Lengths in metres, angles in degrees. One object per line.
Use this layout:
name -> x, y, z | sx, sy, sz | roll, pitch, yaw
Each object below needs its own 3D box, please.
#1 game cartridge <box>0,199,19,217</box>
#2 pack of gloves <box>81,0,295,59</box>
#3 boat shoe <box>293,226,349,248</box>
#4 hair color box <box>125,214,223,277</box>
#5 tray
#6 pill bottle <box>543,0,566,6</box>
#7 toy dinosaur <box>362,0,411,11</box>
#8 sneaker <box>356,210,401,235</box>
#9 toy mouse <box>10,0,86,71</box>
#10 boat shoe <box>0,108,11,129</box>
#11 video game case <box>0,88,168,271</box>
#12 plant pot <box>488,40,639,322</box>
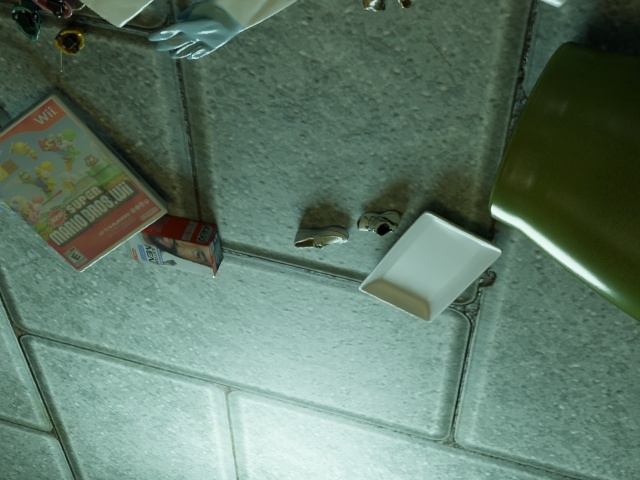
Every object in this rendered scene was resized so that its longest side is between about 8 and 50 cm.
game cartridge -> -0.577, -0.070, 2.074 | 0.083, 0.017, 0.056 | 27, 148, -9
pack of gloves -> -0.179, -0.339, 1.495 | 0.232, 0.046, 0.195 | -23, 138, 35
boat shoe -> 0.000, 0.000, 1.861 | 0.100, 0.035, 0.035 | 1, 140, 26
hair color box -> -0.263, 0.004, 1.982 | 0.167, 0.053, 0.093 | 11, 142, 12
tray -> 0.178, 0.040, 1.831 | 0.145, 0.030, 0.270 | 27, 144, -7
pill bottle -> 0.204, -0.339, 1.251 | 0.186, 0.112, 0.112 | 24, 144, -6
toy dinosaur -> 0.089, -0.339, 1.350 | 0.112, 0.064, 0.212 | 17, 144, 7
sneaker -> 0.089, -0.024, 1.784 | 0.083, 0.037, 0.032 | -12, 135, 39
toy mouse -> -0.400, -0.334, 1.625 | 0.143, 0.031, 0.161 | 35, 142, -20
boat shoe -> -0.636, -0.198, 1.812 | 0.127, 0.158, 0.340 | -10, 134, 36
video game case -> -0.423, -0.093, 1.869 | 0.204, 0.025, 0.285 | -33, 121, 14
plant pot -> 0.406, -0.067, 1.343 | 0.352, 0.366, 0.366 | 25, 146, 14
